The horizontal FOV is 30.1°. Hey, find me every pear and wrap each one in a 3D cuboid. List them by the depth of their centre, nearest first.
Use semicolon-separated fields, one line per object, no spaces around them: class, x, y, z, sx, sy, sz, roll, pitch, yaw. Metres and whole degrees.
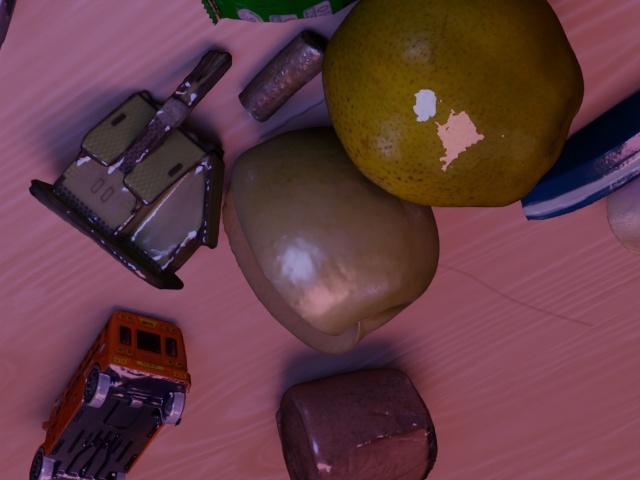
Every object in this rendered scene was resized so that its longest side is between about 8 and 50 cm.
pear;0.145;-0.175;1.332;0.294;0.294;0.294;-6;138;-6

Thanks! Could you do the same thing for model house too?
model house;-0.181;-0.099;1.469;0.205;0.218;0.279;39;88;3

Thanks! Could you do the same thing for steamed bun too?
steamed bun;0.045;0.310;1.911;0.251;0.199;0.301;-19;150;-17

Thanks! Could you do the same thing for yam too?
yam;-0.042;-0.197;1.428;0.054;0.054;0.132;27;126;-35

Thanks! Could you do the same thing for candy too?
candy;-0.043;-0.295;1.306;0.203;0.078;0.141;-10;138;6

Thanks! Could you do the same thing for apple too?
apple;0.018;-0.011;1.483;0.233;0.258;0.295;-28;165;-9

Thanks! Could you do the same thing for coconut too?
coconut;0.479;-0.050;1.622;0.147;0.147;0.152;9;169;-22

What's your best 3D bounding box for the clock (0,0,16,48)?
clock;-0.427;-0.280;1.182;0.254;0.189;0.189;11;134;-14

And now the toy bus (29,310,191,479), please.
toy bus;-0.323;0.260;1.796;0.143;0.153;0.329;16;130;-25

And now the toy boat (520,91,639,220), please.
toy boat;0.382;-0.118;1.581;0.299;0.096;0.061;-35;122;28
